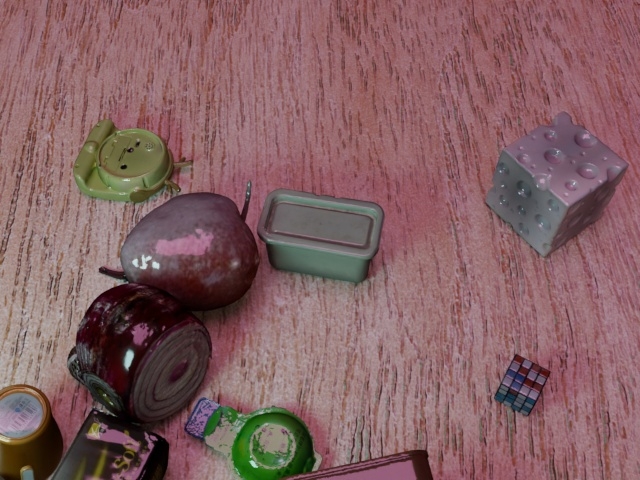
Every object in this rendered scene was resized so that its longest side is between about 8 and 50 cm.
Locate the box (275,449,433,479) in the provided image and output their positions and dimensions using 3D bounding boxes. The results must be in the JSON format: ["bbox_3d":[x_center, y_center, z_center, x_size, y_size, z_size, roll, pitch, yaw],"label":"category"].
[{"bbox_3d":[0.081,0.598,1.644,0.339,0.239,0.230,-11,58,-8],"label":"box"}]

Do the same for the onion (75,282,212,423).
[{"bbox_3d":[-0.423,0.249,1.825,0.260,0.337,0.282,26,65,24],"label":"onion"}]

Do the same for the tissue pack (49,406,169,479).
[{"bbox_3d":[-0.475,0.571,1.662,0.198,0.210,0.370,23,53,1],"label":"tissue pack"}]

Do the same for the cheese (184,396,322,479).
[{"bbox_3d":[-0.152,0.459,1.829,0.320,0.083,0.204,22,60,11],"label":"cheese"}]

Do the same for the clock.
[{"bbox_3d":[-0.528,-0.221,2.290,0.307,0.096,0.235,11,55,6],"label":"clock"}]

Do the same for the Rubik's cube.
[{"bbox_3d":[0.480,0.345,1.911,0.092,0.092,0.092,26,59,17],"label":"Rubik's cube"}]

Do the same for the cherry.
[{"bbox_3d":[-0.326,0.022,1.998,0.334,0.292,0.326,-2,38,-12],"label":"cherry"}]

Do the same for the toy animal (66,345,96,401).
[{"bbox_3d":[-0.565,0.313,1.926,0.098,0.098,0.137,6,77,4],"label":"toy animal"}]

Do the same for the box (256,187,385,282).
[{"bbox_3d":[0.000,0.000,2.090,0.311,0.182,0.175,10,55,5],"label":"box"}]

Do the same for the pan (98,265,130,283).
[{"bbox_3d":[-0.489,0.100,2.102,0.212,0.040,0.115,20,52,12],"label":"pan"}]

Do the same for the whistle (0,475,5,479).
[{"bbox_3d":[-0.684,0.552,1.669,0.106,0.101,0.253,-42,100,-35],"label":"whistle"}]

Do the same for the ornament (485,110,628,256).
[{"bbox_3d":[0.631,-0.152,2.170,0.239,0.240,0.239,-31,63,-21],"label":"ornament"}]

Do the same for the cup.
[{"bbox_3d":[-0.648,0.441,1.738,0.182,0.264,0.226,-10,62,-24],"label":"cup"}]
